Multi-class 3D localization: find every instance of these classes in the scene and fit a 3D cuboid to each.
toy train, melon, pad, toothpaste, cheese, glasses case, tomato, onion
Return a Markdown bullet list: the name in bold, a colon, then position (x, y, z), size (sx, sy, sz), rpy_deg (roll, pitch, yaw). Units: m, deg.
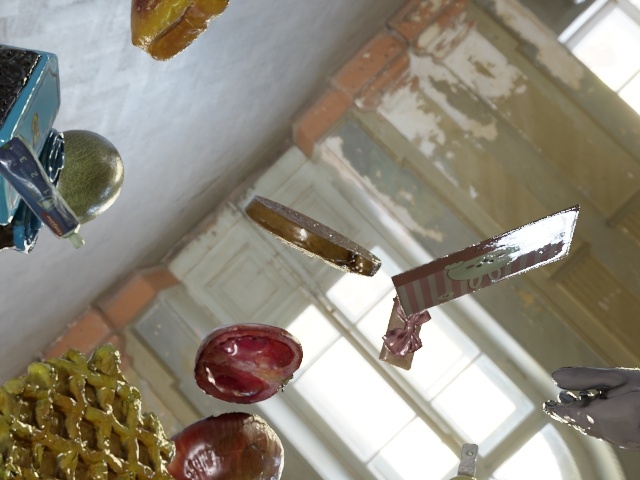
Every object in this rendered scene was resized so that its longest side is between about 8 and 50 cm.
- **toy train**: position (-0.492, -0.145, 1.025), size (0.265, 0.187, 0.300), rpy_deg (107, -13, -46)
- **melon**: position (-0.652, -0.164, 1.812), size (0.237, 0.237, 0.302), rpy_deg (-50, -170, 34)
- **pad**: position (0.265, 0.042, 1.107), size (0.299, 0.005, 0.202), rpy_deg (-21, 153, 4)
- **toothpaste**: position (-0.186, -0.030, 0.461), size (0.027, 0.083, 0.019), rpy_deg (-40, -161, -23)
- **cheese**: position (0.334, 0.574, 1.609), size (0.127, 0.050, 0.255), rpy_deg (-6, -151, 22)
- **glasses case**: position (0.191, 0.187, 1.538), size (0.070, 0.102, 0.194), rpy_deg (-2, -112, 56)
- **tomato**: position (-0.128, 0.194, 1.208), size (0.189, 0.173, 0.099), rpy_deg (-51, -155, 23)
- **onion**: position (-0.159, 0.400, 1.144), size (0.229, 0.163, 0.230), rpy_deg (-19, 136, -19)

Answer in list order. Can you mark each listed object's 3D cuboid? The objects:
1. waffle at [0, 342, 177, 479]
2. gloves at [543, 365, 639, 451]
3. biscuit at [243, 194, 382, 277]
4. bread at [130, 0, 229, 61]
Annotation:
- **waffle**: position (-0.205, 0.216, 0.615), size (0.058, 0.238, 0.243), rpy_deg (-25, -178, 21)
- **gloves**: position (0.440, 0.233, 0.987), size (0.119, 0.142, 0.285), rpy_deg (-38, -172, -32)
- **biscuit**: position (-0.004, 0.008, 1.646), size (0.394, 0.350, 0.070), rpy_deg (24, 97, -48)
- **bread**: position (-0.184, -0.342, 0.815), size (0.139, 0.271, 0.077), rpy_deg (-29, 148, 30)
